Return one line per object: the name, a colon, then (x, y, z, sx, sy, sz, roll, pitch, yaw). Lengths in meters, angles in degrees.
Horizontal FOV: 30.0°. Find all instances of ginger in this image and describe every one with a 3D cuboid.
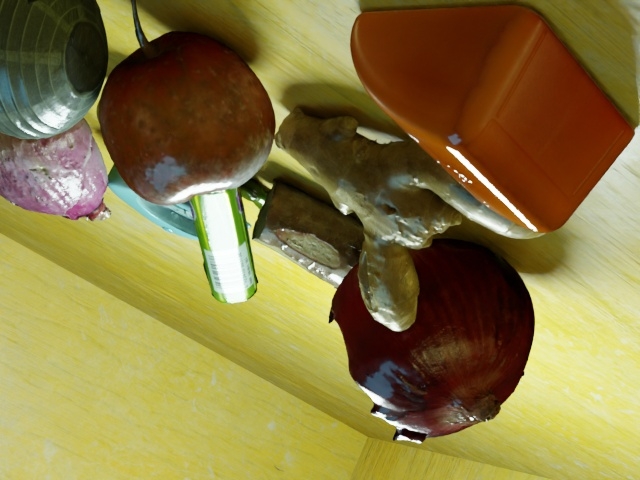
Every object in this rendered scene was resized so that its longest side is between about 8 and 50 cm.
ginger: (0.105, -0.077, 1.627, 0.348, 0.122, 0.363, 49, 140, -2)

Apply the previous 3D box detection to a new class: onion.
onion: (0.190, 0.144, 1.921, 0.341, 0.341, 0.341, 23, 165, 7)
onion: (-0.516, -0.118, 2.202, 0.267, 0.159, 0.348, 12, 140, 44)

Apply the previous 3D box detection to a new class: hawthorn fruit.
hawthorn fruit: (-0.187, -0.170, 1.616, 0.235, 0.263, 0.231, -38, 161, 34)

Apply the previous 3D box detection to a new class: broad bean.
broad bean: (-0.086, -0.051, 2.158, 0.256, 0.053, 0.052, 41, -161, -36)

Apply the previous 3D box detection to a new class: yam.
yam: (0.001, -0.002, 2.058, 0.238, 0.128, 0.129, 27, -155, -7)

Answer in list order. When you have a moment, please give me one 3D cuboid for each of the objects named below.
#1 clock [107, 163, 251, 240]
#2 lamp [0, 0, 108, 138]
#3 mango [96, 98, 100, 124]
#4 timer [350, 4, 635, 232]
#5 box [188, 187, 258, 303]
clock: (-0.250, -0.079, 2.248, 0.274, 0.094, 0.223, 9, 159, 39)
lamp: (-0.399, -0.265, 1.578, 0.233, 0.233, 0.265, 18, 150, 23)
mango: (-0.275, -0.201, 1.893, 0.130, 0.091, 0.195, 36, 152, -30)
timer: (0.172, -0.149, 1.343, 0.257, 0.161, 0.250, 37, 175, -40)
box: (-0.175, -0.032, 2.052, 0.097, 0.134, 0.345, -9, 147, -2)
